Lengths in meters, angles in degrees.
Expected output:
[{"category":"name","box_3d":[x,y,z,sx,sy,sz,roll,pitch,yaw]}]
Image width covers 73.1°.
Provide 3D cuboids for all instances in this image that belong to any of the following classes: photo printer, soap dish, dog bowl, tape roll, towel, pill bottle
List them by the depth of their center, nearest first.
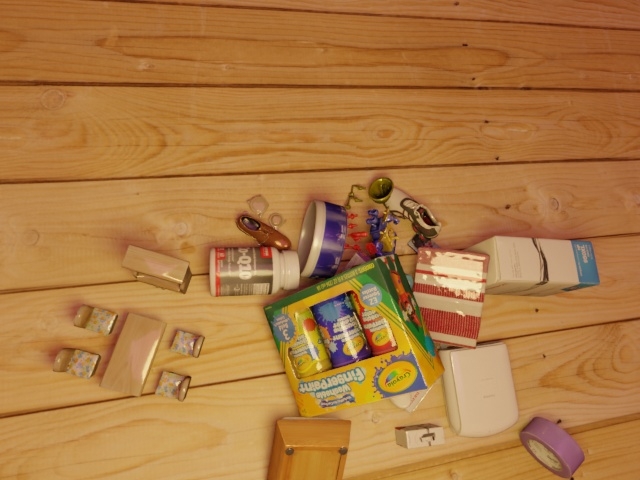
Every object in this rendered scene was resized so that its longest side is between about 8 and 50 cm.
[{"category":"soap dish","box_3d":[-0.035,0.675,1.284,0.229,0.118,0.290,6,104,-12]},{"category":"pill bottle","box_3d":[-0.220,0.100,1.428,0.283,0.161,0.161,-1,76,-13]},{"category":"dog bowl","box_3d":[0.000,0.000,1.451,0.104,0.265,0.264,11,73,-12]},{"category":"tape roll","box_3d":[0.794,0.712,1.488,0.080,0.189,0.189,-37,86,-18]},{"category":"towel","box_3d":[0.439,0.195,1.495,0.237,0.037,0.328,8,96,17]},{"category":"photo printer","box_3d":[0.555,0.525,1.517,0.256,0.107,0.307,-3,80,-16]}]

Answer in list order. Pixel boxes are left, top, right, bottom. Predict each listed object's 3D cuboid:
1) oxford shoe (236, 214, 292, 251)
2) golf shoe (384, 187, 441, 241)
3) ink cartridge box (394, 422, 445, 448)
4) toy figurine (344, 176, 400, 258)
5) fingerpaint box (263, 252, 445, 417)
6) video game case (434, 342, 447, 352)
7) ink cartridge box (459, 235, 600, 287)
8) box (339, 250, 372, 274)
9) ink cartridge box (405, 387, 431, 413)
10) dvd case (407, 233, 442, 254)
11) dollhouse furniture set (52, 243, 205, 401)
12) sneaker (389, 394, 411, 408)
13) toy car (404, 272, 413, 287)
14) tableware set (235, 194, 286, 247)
[{"category":"oxford shoe","box_3d":[-0.193,-0.022,1.497,0.212,0.076,0.076,27,76,-9]},{"category":"golf shoe","box_3d":[0.351,-0.120,1.638,0.273,0.120,0.105,43,72,8]},{"category":"ink cartridge box","box_3d":[0.331,0.652,1.443,0.135,0.099,0.056,0,75,-14]},{"category":"toy figurine","box_3d":[0.204,-0.035,1.594,0.217,0.191,0.362,55,35,-37]},{"category":"fingerpaint box","box_3d":[0.083,0.295,1.304,0.163,0.445,0.371,-7,74,-58]},{"category":"video game case","box_3d":[0.366,0.358,1.569,0.193,0.023,0.212,39,70,-1]},{"category":"ink cartridge box","box_3d":[0.736,0.104,1.583,0.395,0.285,0.166,3,73,-13]},{"category":"box","box_3d":[0.116,0.209,1.409,0.201,0.293,0.057,45,25,20]},{"category":"ink cartridge box","box_3d":[0.263,0.454,1.472,0.212,0.093,0.154,40,82,1]},{"category":"dvd case","box_3d":[0.404,0.025,1.672,0.119,0.013,0.087,44,71,0]},{"category":"dollhouse furniture set","box_3d":[-0.523,0.246,1.269,0.362,0.256,0.394,18,72,-8]},{"category":"sneaker","box_3d":[0.237,0.426,1.367,0.090,0.115,0.232,-16,85,-5]},{"category":"toy car","box_3d":[0.251,0.164,1.518,0.238,0.219,0.210,-8,109,-47]},{"category":"tableware set","box_3d":[-0.214,-0.069,1.548,0.169,0.020,0.141,44,76,-3]}]
